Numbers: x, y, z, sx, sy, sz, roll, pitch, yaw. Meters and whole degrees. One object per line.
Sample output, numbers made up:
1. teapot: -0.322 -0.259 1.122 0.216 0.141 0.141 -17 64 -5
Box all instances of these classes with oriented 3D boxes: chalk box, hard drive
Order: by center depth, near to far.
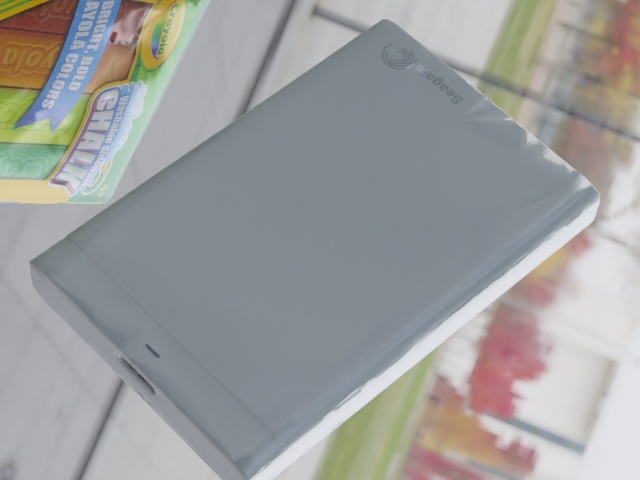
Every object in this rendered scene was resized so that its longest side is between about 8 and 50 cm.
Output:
1. hard drive: 0.000 0.000 1.158 0.307 0.203 0.040 -37 155 -25
2. chalk box: -0.210 -0.141 1.222 0.289 0.179 0.180 -3 124 -56
